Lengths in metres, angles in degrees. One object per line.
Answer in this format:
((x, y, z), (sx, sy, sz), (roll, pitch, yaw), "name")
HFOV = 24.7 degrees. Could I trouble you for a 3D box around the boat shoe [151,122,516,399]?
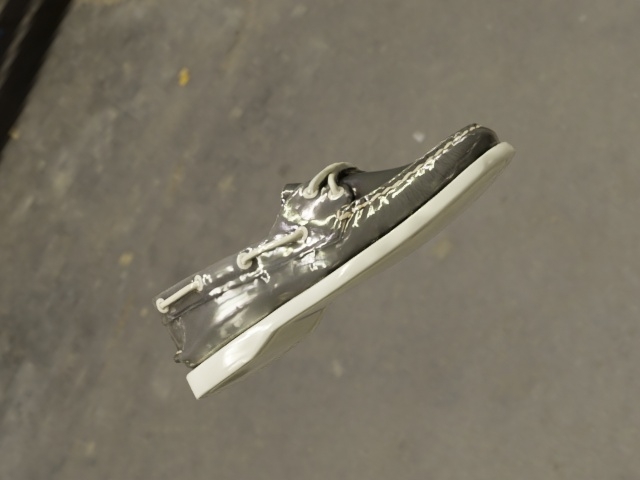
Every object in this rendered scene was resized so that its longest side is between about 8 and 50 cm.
((0.000, 0.000, 0.419), (0.125, 0.046, 0.038), (-38, 80, 32), "boat shoe")
